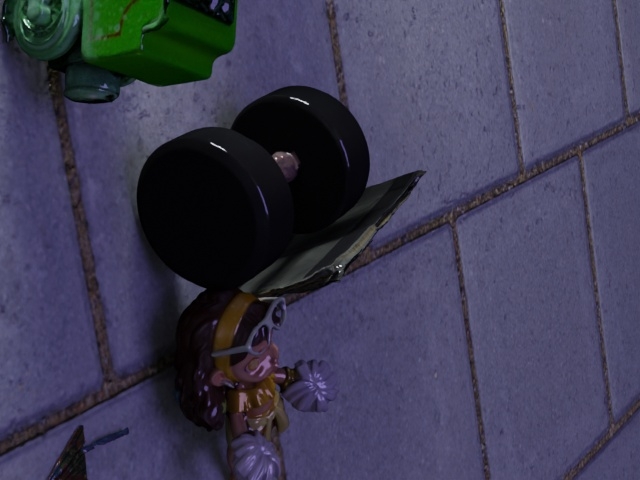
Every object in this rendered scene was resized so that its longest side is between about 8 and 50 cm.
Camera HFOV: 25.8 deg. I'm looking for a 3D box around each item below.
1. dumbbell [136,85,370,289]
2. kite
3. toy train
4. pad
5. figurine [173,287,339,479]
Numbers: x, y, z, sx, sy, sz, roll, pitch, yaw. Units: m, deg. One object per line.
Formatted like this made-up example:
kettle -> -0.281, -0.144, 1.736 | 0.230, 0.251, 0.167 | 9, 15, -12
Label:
dumbbell -> -0.062, -0.056, 1.389 | 0.218, 0.152, 0.153 | -34, 117, -54
kite -> -0.217, 0.259, 1.256 | 0.160, 0.010, 0.183 | -7, 91, -55
toy train -> -0.163, -0.241, 1.206 | 0.132, 0.188, 0.243 | 14, 76, -55
pad -> 0.000, 0.001, 1.472 | 0.022, 0.174, 0.233 | 60, 37, -15
figurine -> -0.075, 0.153, 1.393 | 0.175, 0.115, 0.240 | -52, 136, -43
